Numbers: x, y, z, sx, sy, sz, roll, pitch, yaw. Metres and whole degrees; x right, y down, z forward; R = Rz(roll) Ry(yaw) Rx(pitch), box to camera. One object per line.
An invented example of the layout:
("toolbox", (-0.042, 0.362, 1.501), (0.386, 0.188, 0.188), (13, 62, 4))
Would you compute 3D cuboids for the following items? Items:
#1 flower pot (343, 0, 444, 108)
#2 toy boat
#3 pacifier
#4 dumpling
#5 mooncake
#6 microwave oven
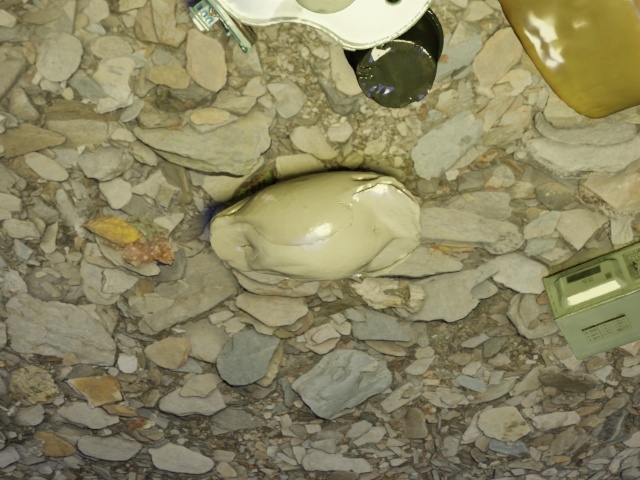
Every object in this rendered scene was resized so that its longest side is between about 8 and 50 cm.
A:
("flower pot", (0.113, -0.276, 1.278), (0.157, 0.107, 0.157), (0, 130, 0))
("toy boat", (-0.155, -0.334, 1.256), (0.066, 0.059, 0.140), (-36, 122, 7))
("pacifier", (0.007, -0.378, 1.085), (0.343, 0.269, 0.288), (7, 119, -10))
("dumpling", (-0.003, 0.001, 1.485), (0.341, 0.181, 0.260), (-28, 139, -4))
("mooncake", (0.392, -0.366, 1.111), (0.246, 0.393, 0.394), (-15, 176, 38))
("microwave oven", (0.553, 0.112, 1.607), (0.208, 0.122, 0.162), (-23, 127, 19))
